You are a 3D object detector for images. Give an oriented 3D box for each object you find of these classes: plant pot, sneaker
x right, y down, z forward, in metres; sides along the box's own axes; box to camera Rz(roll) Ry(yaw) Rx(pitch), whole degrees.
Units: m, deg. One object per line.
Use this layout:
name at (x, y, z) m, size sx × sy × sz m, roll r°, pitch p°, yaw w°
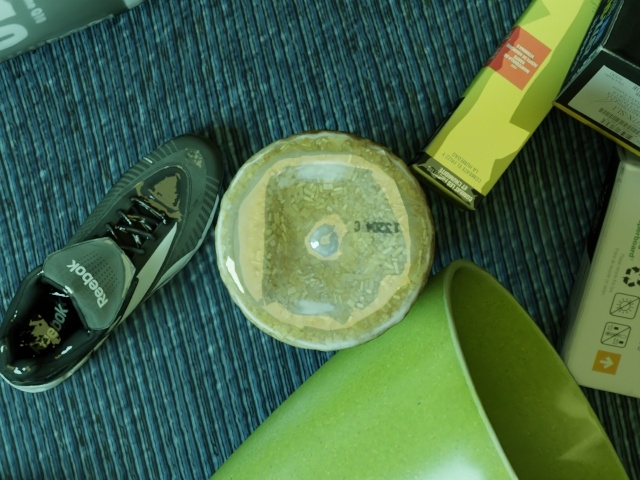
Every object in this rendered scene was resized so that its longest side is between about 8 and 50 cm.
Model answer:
plant pot at (0.034, 0.202, 1.033) m, size 0.293 × 0.275 × 0.275 m, roll -31°, pitch 91°, yaw 17°
sneaker at (-0.152, 0.020, 1.136) m, size 0.078 × 0.106 × 0.234 m, roll 42°, pitch 90°, yaw -2°

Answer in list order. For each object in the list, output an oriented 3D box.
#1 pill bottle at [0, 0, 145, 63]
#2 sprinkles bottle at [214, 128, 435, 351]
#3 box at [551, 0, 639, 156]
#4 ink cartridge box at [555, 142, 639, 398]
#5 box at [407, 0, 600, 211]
pill bottle at (-0.214, -0.214, 1.107) m, size 0.283 × 0.161 × 0.161 m, roll -23°, pitch 90°, yaw 0°
sprinkles bottle at (0.000, 0.000, 1.013) m, size 0.121 × 0.355 × 0.121 m, roll 0°, pitch 90°, yaw -1°
box at (0.331, -0.160, 1.079) m, size 0.257 × 0.079 × 0.322 m, roll 29°, pitch 60°, yaw -3°
ink cartridge box at (0.368, 0.052, 1.134) m, size 0.370 × 0.069 × 0.176 m, roll 13°, pitch 114°, yaw 1°
box at (0.154, -0.128, 1.150) m, size 0.058 × 0.087 × 0.232 m, roll 37°, pitch 91°, yaw -1°
